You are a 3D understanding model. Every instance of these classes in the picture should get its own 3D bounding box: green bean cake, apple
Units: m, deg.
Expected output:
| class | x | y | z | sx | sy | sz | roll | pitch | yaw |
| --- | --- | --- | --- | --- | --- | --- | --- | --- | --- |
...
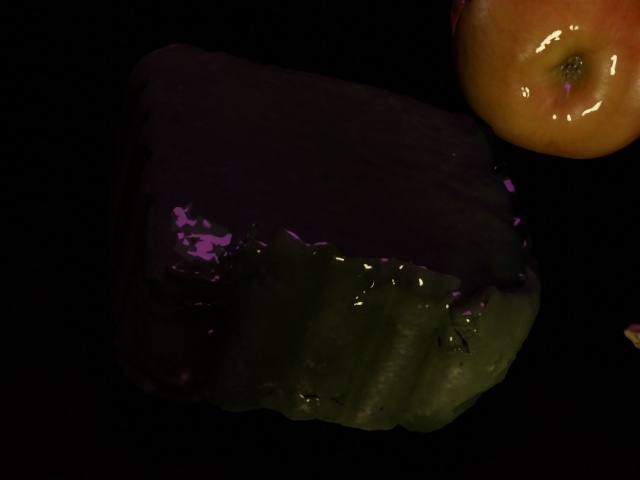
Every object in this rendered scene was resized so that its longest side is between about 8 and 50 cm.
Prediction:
| class | x | y | z | sx | sy | sz | roll | pitch | yaw |
| --- | --- | --- | --- | --- | --- | --- | --- | --- | --- |
| green bean cake | 0.000 | 0.000 | 0.930 | 0.227 | 0.125 | 0.222 | 6 | 34 | -14 |
| apple | 0.172 | -0.148 | 1.173 | 0.199 | 0.199 | 0.199 | 11 | 34 | -7 |

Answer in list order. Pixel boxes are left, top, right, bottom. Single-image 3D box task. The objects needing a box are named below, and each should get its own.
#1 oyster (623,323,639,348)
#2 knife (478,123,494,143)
| class | x | y | z | sx | sy | sz | roll | pitch | yaw |
| --- | --- | --- | --- | --- | --- | --- | --- | --- | --- |
| oyster | 0.256 | 0.091 | 0.969 | 0.146 | 0.045 | 0.121 | 17 | 30 | -10 |
| knife | 0.088 | -0.002 | 1.063 | 0.060 | 0.028 | 0.230 | 1 | 38 | 0 |
